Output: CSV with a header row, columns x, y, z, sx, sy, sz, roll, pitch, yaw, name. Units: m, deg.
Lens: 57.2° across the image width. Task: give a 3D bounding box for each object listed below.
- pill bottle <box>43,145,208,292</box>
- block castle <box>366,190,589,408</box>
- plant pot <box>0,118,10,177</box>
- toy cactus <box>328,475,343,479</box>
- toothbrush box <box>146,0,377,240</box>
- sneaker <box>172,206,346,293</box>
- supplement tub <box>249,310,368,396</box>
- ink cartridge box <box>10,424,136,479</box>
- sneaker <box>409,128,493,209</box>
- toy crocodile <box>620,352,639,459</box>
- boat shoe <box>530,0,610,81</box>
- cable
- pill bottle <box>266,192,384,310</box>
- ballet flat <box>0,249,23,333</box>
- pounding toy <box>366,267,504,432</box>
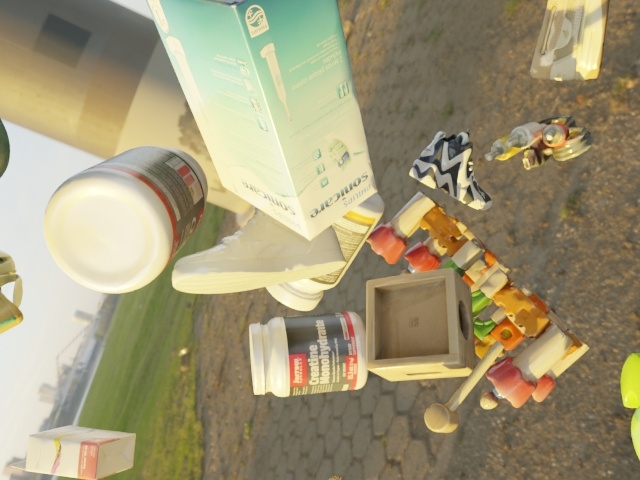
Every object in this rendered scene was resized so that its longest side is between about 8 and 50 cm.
x,y,z,sx,sy,sz,roll,pitch,yaw,name
-0.332,-0.062,1.095,0.363,0.210,0.210,-81,16,-72,pill bottle
0.313,0.132,1.238,0.213,0.303,0.453,-47,60,13,block castle
-0.582,-0.110,0.816,0.272,0.271,0.255,-60,9,27,plant pot
0.070,0.493,1.046,0.180,0.112,0.219,-133,32,-53,toy cactus
-0.067,-0.178,0.719,0.126,0.296,0.216,-36,41,-23,toothbrush box
-0.111,-0.013,0.965,0.108,0.292,0.169,-40,62,57,sneaker
-0.031,0.276,1.430,0.191,0.271,0.191,176,90,-81,supplement tub
-0.470,0.398,1.117,0.115,0.198,0.067,26,-115,-71,ink cartridge box
0.333,-0.173,1.360,0.153,0.234,0.094,-63,19,13,sneaker
0.342,0.221,0.451,0.341,0.115,0.105,-108,17,-47,toy crocodile
0.363,-0.405,0.841,0.121,0.110,0.342,-25,-61,-61,boat shoe
0.376,-0.182,0.943,0.139,0.072,0.287,-12,17,40,cable
0.000,0.000,1.224,0.279,0.162,0.162,-58,19,22,pill bottle
-0.481,0.060,0.868,0.232,0.073,0.080,50,152,43,ballet flat
0.161,0.151,0.778,0.180,0.094,0.206,-11,63,27,pounding toy
